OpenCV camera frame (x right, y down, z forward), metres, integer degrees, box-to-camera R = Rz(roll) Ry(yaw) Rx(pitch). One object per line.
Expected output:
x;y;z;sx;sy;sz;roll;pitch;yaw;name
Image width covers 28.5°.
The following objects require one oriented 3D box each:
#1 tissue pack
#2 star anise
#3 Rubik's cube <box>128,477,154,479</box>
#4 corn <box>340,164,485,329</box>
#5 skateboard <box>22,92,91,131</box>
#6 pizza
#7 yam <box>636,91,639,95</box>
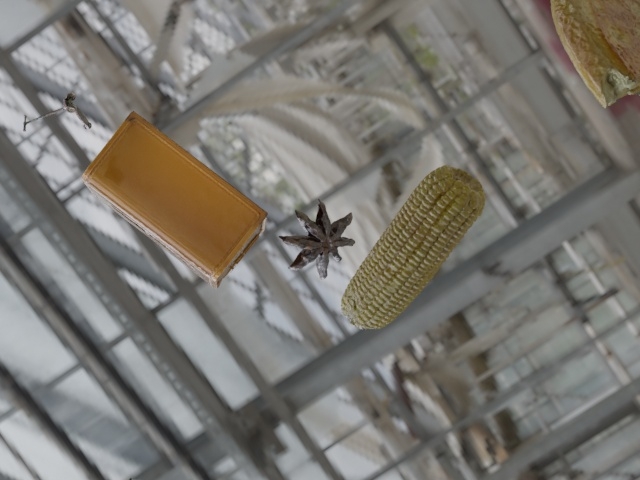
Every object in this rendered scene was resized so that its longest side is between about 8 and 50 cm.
-0.237;-0.060;2.076;0.274;0.145;0.194;38;174;2;tissue pack
-0.001;-0.001;2.063;0.141;0.141;0.042;52;170;-27;star anise
-0.192;0.329;1.400;0.133;0.133;0.112;-70;-10;-80;Rubik's cube
0.165;0.020;2.286;0.131;0.344;0.131;31;-160;-12;corn
-0.366;-0.164;1.738;0.064;0.083;0.032;60;-164;-52;skateboard
0.412;-0.328;1.886;0.257;0.087;0.268;-19;-108;-52;pizza
0.583;-0.427;2.292;0.195;0.300;0.195;18;-165;-5;yam
